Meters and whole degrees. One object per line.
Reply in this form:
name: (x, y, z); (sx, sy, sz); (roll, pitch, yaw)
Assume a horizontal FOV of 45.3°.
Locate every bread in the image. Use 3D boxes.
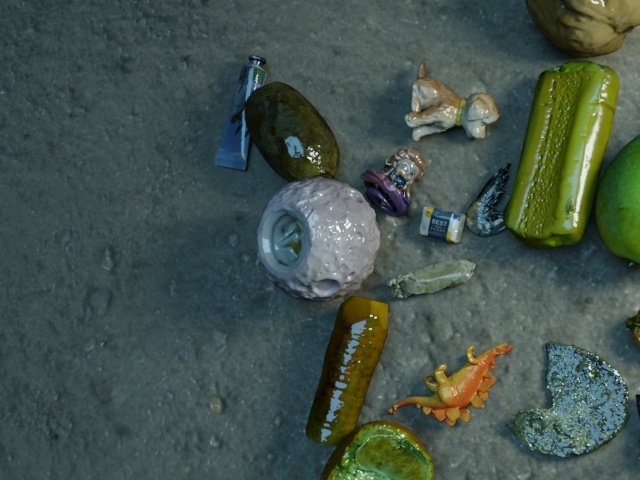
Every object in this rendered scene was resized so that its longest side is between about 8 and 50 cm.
bread: (0.478, -0.165, 1.503); (0.166, 0.112, 0.383); (7, 78, 43)

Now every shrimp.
shrimp: (0.362, -0.080, 1.574); (0.091, 0.034, 0.161); (31, 97, 21)

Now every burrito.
burrito: (0.227, 0.079, 1.573); (0.188, 0.045, 0.058); (-16, 79, 14)

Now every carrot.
carrot: (0.058, 0.261, 1.557); (0.114, 0.114, 0.301); (16, 86, 23)

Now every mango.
mango: (0.655, -0.119, 1.381); (0.382, 0.201, 0.225); (-50, 58, 8)

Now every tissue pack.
tissue pack: (0.251, -0.032, 1.589); (0.083, 0.042, 0.062); (16, 102, 25)

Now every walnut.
walnut: (0.523, -0.495, 1.519); (0.257, 0.257, 0.224); (55, 130, 22)

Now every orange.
orange: (0.100, 0.453, 1.461); (0.179, 0.158, 0.237); (33, 90, -7)

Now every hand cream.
hand cream: (-0.181, -0.303, 1.815); (0.091, 0.058, 0.271); (14, 87, 26)

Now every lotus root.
lotus root: (-0.064, -0.234, 1.700); (0.160, 0.152, 0.274); (-33, 69, 0)

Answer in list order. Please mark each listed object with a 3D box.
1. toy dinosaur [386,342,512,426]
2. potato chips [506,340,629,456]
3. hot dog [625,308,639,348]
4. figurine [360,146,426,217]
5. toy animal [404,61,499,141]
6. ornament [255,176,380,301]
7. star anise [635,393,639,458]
toy dinosaur: (0.262, 0.298, 1.497); (0.288, 0.070, 0.117); (-37, 68, 13)
potato chips: (0.463, 0.307, 1.441); (0.202, 0.029, 0.220); (42, 91, 21)
hot dog: (0.678, 0.174, 1.376); (0.250, 0.076, 0.104); (12, 101, 26)
figurine: (0.155, -0.129, 1.628); (0.126, 0.114, 0.157); (37, 59, -10)
toy animal: (0.285, -0.305, 1.623); (0.185, 0.104, 0.183); (0, 70, 24)
ornament: (0.000, 0.000, 1.573); (0.259, 0.225, 0.259); (1, 92, 42)
star anise: (0.600, 0.340, 1.325); (0.158, 0.144, 0.140); (31, 81, 25)
